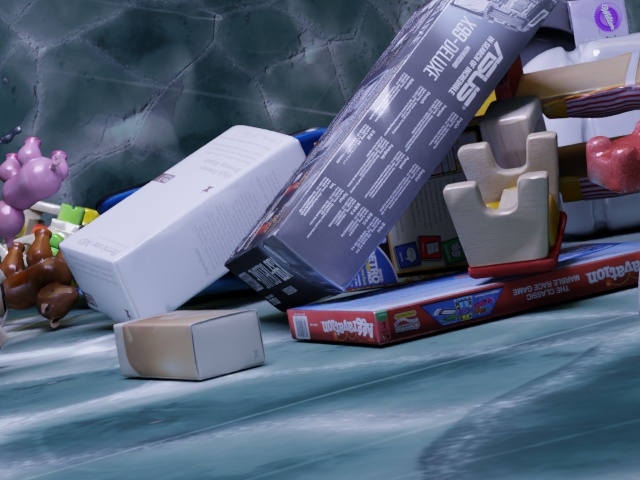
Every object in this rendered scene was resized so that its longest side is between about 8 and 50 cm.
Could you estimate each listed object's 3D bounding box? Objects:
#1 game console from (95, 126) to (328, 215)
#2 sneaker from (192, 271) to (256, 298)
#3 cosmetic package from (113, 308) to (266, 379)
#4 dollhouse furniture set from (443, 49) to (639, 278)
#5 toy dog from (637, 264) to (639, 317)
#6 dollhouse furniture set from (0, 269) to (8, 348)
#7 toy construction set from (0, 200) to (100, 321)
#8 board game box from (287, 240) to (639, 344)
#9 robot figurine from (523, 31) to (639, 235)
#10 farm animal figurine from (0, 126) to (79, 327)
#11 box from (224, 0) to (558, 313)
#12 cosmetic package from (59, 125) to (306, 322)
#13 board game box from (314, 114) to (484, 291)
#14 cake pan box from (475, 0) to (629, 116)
[{"bbox_3d":[-0.078,-0.090,1.968,0.293,0.173,0.250,-16,33,18],"label":"game console"},{"bbox_3d":[0.000,0.000,1.777,0.340,0.125,0.140,-14,18,24],"label":"sneaker"},{"bbox_3d":[-0.096,0.074,1.236,0.060,0.041,0.115,-12,4,-36],"label":"cosmetic package"},{"bbox_3d":[0.237,-0.051,1.381,0.201,0.152,0.374,-9,20,16],"label":"dollhouse furniture set"},{"bbox_3d":[0.338,-0.040,0.905,0.333,0.161,0.220,-11,3,-13],"label":"toy dog"},{"bbox_3d":[-0.352,0.098,1.449,0.161,0.101,0.182,-41,21,-30],"label":"dollhouse furniture set"},{"bbox_3d":[-0.326,0.009,2.029,0.215,0.151,0.328,15,16,8],"label":"toy construction set"},{"bbox_3d":[0.130,0.038,1.313,0.281,0.027,0.145,-12,5,-26],"label":"board game box"},{"bbox_3d":[0.338,-0.115,1.774,0.353,0.200,0.300,-9,-35,6],"label":"robot figurine"},{"bbox_3d":[-0.396,0.013,1.708,0.326,0.172,0.330,-4,-34,14],"label":"farm animal figurine"},{"bbox_3d":[0.054,-0.088,1.437,0.307,0.076,0.242,-53,6,-13],"label":"box"},{"bbox_3d":[-0.126,-0.017,1.674,0.231,0.086,0.117,-35,27,-26],"label":"cosmetic package"},{"bbox_3d":[0.098,-0.035,1.608,0.193,0.147,0.045,-7,5,27],"label":"board game box"},{"bbox_3d":[0.241,-0.141,1.945,0.245,0.267,0.070,-8,1,-13],"label":"cake pan box"}]
